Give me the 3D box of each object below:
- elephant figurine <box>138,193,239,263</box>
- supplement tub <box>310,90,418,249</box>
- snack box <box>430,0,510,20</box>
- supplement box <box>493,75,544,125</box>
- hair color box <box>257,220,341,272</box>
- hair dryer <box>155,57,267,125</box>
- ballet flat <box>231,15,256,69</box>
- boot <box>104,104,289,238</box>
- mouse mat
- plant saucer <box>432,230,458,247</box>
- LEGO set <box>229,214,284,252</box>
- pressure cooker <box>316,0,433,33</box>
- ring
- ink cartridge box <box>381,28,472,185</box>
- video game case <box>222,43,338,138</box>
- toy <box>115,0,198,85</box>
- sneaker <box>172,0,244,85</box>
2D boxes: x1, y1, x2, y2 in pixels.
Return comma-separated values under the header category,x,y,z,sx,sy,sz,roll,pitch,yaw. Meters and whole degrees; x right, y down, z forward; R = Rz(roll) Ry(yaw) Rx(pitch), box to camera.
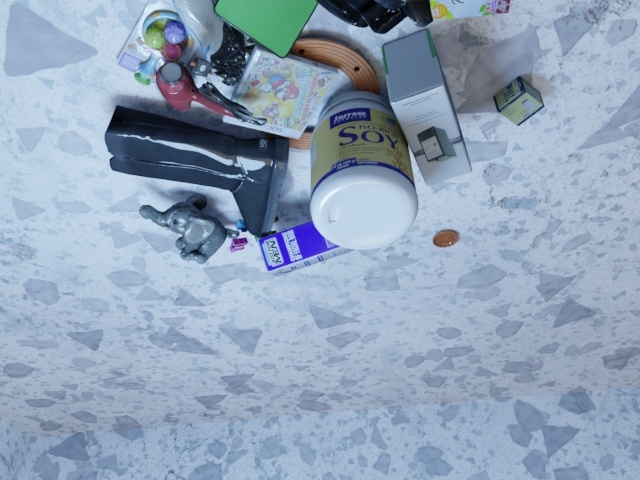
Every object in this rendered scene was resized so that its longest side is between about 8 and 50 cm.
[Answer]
category,x,y,z,sx,sy,sz,roll,pitch,yaw
elephant figurine,-0.375,-0.051,1.759,0.169,0.186,0.240,22,150,24
supplement tub,0.094,-0.171,1.424,0.240,0.332,0.241,-1,138,-1
snack box,0.298,-0.554,1.213,0.174,0.070,0.207,-4,141,3
supplement box,0.490,-0.343,1.501,0.083,0.056,0.083,25,135,-30
hair color box,0.000,0.000,1.769,0.338,0.110,0.185,-20,172,0
hair dryer,-0.272,-0.315,1.376,0.293,0.080,0.223,20,161,50
ballet flat,-0.169,-0.435,1.353,0.074,0.074,0.203,4,139,-7
boot,-0.332,-0.167,1.626,0.444,0.146,0.367,6,139,-11
mouse mat,-0.111,-0.492,1.270,0.189,0.007,0.153,27,103,-30
plant saucer,0.404,-0.006,1.964,0.083,0.013,0.084,-1,143,-1
LEGO set,-0.193,-0.022,1.852,0.227,0.087,0.093,-9,161,-36
pressure cooker,0.106,-0.564,0.956,0.420,0.370,0.375,-31,144,33
ring,-0.022,-0.354,1.492,0.336,0.032,0.337,-1,143,-1
ink cartridge box,0.250,-0.304,1.421,0.121,0.211,0.289,-17,141,16
video game case,-0.098,-0.342,1.434,0.206,0.026,0.227,9,141,-27
toy,-0.351,-0.434,1.357,0.136,0.056,0.237,23,136,-30
sneaker,-0.236,-0.443,1.293,0.085,0.086,0.237,-33,119,-10
